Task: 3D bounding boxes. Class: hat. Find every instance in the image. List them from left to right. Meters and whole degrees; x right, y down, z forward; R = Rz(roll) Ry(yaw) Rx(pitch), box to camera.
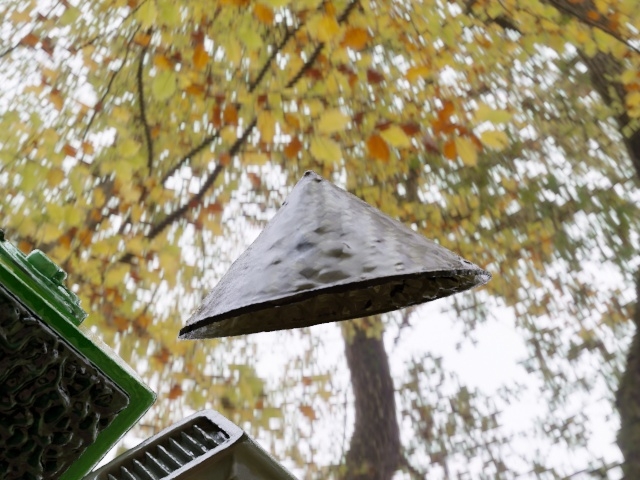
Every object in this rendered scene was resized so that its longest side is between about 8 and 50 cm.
[{"bbox_3d":[0.000,0.000,0.632,0.146,0.146,0.067,-11,-98,2],"label":"hat"}]

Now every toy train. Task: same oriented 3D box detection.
[{"bbox_3d":[-0.207,0.051,0.800,0.132,0.188,0.243,-47,-46,-7],"label":"toy train"}]

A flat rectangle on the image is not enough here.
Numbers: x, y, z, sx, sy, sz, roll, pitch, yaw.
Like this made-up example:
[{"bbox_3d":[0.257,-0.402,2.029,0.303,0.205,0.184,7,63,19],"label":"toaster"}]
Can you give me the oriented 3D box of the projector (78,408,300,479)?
[{"bbox_3d":[-0.095,0.218,0.652,0.193,0.088,0.269,44,-101,-18],"label":"projector"}]
